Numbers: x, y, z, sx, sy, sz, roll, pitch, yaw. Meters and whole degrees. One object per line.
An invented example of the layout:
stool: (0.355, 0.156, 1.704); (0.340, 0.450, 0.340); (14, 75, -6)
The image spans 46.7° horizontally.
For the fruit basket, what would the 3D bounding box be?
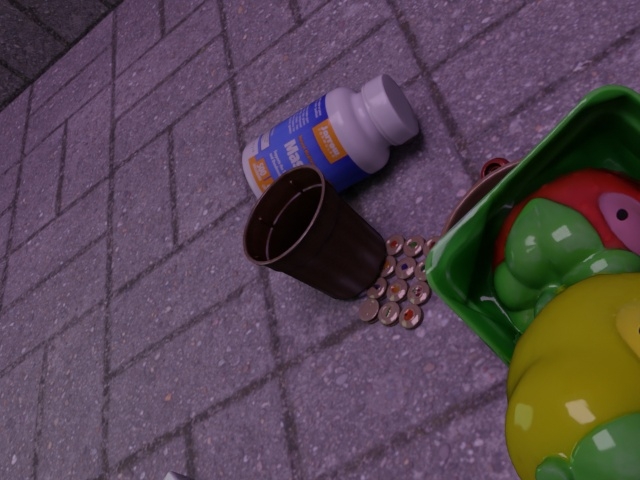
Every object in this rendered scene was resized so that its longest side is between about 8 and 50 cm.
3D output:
fruit basket: (0.270, 0.079, 0.597); (0.283, 0.392, 0.392); (-45, 41, 7)

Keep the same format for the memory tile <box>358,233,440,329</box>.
memory tile: (0.119, 0.057, 1.086); (0.113, 0.012, 0.148); (4, 66, 44)

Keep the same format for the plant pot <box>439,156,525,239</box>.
plant pot: (0.269, 0.021, 0.903); (0.237, 0.110, 0.237); (-23, 48, 28)

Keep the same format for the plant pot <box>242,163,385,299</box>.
plant pot: (0.000, 0.000, 1.110); (0.167, 0.165, 0.167); (-32, 39, 31)

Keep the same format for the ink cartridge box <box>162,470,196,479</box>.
ink cartridge box: (-0.195, 0.425, 1.070); (0.150, 0.063, 0.109); (28, 82, 48)

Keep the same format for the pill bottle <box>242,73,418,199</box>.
pill bottle: (0.018, -0.157, 1.224); (0.272, 0.152, 0.152); (-28, 46, 25)

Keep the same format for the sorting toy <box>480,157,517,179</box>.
sorting toy: (0.272, -0.081, 1.032); (0.102, 0.042, 0.061); (46, 112, 37)
